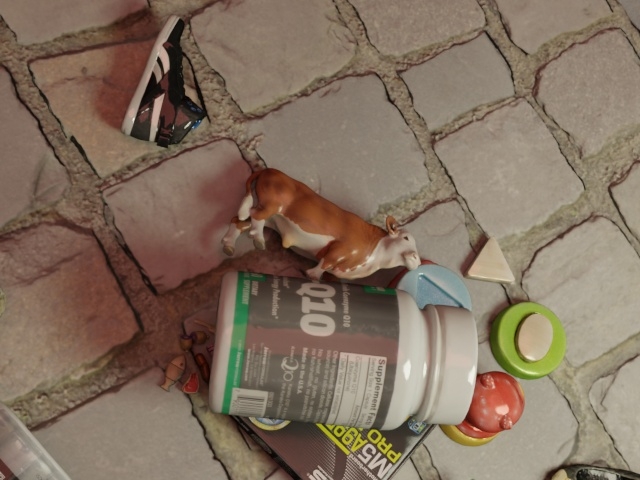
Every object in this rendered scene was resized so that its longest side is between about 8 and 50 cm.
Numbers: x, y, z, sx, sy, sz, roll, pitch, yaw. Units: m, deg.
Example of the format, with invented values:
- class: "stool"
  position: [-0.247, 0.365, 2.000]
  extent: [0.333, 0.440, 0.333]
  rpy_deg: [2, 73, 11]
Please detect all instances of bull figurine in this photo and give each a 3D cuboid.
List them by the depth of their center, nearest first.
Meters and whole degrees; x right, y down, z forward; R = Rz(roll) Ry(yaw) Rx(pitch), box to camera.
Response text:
- class: "bull figurine"
  position: [0.000, 0.000, 1.569]
  extent: [0.310, 0.101, 0.188]
  rpy_deg: [29, 51, 12]

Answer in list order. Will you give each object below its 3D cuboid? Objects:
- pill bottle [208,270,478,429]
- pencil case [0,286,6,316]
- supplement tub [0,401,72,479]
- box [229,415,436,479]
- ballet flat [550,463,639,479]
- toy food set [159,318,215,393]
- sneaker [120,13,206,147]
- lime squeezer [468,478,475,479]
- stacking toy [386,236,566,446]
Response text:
- class: "pill bottle"
  position: [0.027, 0.161, 1.419]
  extent: [0.360, 0.204, 0.204]
  rpy_deg: [7, 72, -6]
- class: "pencil case"
  position: [-0.630, 0.026, 1.388]
  extent: [0.410, 0.160, 0.183]
  rpy_deg: [39, 52, -1]
- class: "supplement tub"
  position: [-0.497, 0.373, 1.304]
  extent: [0.316, 0.193, 0.193]
  rpy_deg: [-41, 87, -22]
- class: "box"
  position: [0.014, 0.268, 1.535]
  extent: [0.270, 0.060, 0.216]
  rpy_deg: [45, 68, 2]
- class: "ballet flat"
  position: [0.457, 0.391, 1.617]
  extent: [0.173, 0.049, 0.058]
  rpy_deg: [3, 72, -13]
- class: "toy food set"
  position: [-0.190, 0.183, 1.530]
  extent: [0.077, 0.019, 0.122]
  rpy_deg: [23, 70, -7]
- class: "sneaker"
  position: [-0.233, -0.251, 1.622]
  extent: [0.121, 0.079, 0.217]
  rpy_deg: [22, 78, -11]
- class: "lime squeezer"
  position: [0.113, 0.461, 1.489]
  extent: [0.109, 0.059, 0.310]
  rpy_deg: [19, 61, 35]
- class: "stacking toy"
  position: [0.269, 0.141, 1.600]
  extent: [0.279, 0.130, 0.309]
  rpy_deg: [-32, 84, -20]
